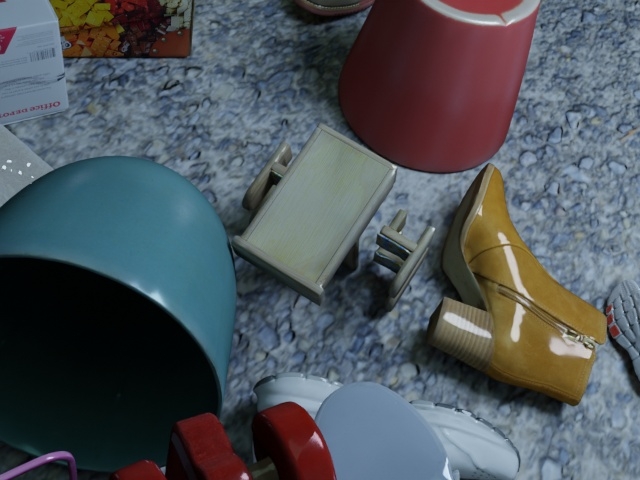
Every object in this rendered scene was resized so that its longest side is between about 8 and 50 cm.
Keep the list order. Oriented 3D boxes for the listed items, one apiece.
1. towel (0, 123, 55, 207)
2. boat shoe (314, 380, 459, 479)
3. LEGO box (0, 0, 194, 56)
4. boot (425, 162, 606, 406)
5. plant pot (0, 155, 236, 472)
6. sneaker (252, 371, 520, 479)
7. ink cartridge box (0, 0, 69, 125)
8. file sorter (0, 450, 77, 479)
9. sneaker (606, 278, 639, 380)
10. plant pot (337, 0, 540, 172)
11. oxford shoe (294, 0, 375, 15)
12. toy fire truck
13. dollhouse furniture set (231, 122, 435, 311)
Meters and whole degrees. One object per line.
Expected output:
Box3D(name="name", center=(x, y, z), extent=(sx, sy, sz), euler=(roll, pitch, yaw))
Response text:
Box3D(name="towel", center=(-0.421, -0.059, 0.993), extent=(0.282, 0.049, 0.187), euler=(42, 56, -9))
Box3D(name="boat shoe", center=(0.101, 0.312, 0.797), extent=(0.136, 0.156, 0.367), euler=(-25, 57, -13))
Box3D(name="LEGO box", center=(-0.398, -0.512, 1.283), extent=(0.372, 0.193, 0.500), euler=(-3, 56, -15))
Box3D(name="boot", center=(0.261, 0.053, 1.084), extent=(0.211, 0.104, 0.295), euler=(21, 58, -3))
Box3D(name="plant pot", center=(-0.217, 0.053, 0.872), extent=(0.293, 0.293, 0.235), euler=(14, 39, -1))
Box3D(name="sneaker", center=(0.066, 0.231, 0.919), extent=(0.297, 0.111, 0.129), euler=(10, 69, 0))
Box3D(name="ink cartridge box", center=(-0.395, -0.232, 1.110), extent=(0.109, 0.150, 0.063), euler=(-18, 56, -23))
Box3D(name="file sorter", center=(-0.234, 0.356, 0.699), extent=(0.202, 0.182, 0.290), euler=(-23, 62, -26))
Box3D(name="sneaker", center=(0.418, 0.125, 1.094), extent=(0.065, 0.061, 0.158), euler=(17, 49, -34))
Box3D(name="plant pot", center=(0.174, -0.276, 1.203), extent=(0.275, 0.243, 0.275), euler=(5, 54, -7))
Box3D(name="oxford shoe", center=(0.081, -0.485, 1.403), extent=(0.123, 0.130, 0.348), euler=(36, 56, 14))
Box3D(name="toy fire truck", center=(-0.061, 0.302, 0.731), extent=(0.169, 0.254, 0.302), euler=(-19, 59, -25))
Box3D(name="dollhouse furniture set", center=(0.000, 0.000, 0.985), extent=(0.212, 0.242, 0.161), euler=(31, 76, 11))
